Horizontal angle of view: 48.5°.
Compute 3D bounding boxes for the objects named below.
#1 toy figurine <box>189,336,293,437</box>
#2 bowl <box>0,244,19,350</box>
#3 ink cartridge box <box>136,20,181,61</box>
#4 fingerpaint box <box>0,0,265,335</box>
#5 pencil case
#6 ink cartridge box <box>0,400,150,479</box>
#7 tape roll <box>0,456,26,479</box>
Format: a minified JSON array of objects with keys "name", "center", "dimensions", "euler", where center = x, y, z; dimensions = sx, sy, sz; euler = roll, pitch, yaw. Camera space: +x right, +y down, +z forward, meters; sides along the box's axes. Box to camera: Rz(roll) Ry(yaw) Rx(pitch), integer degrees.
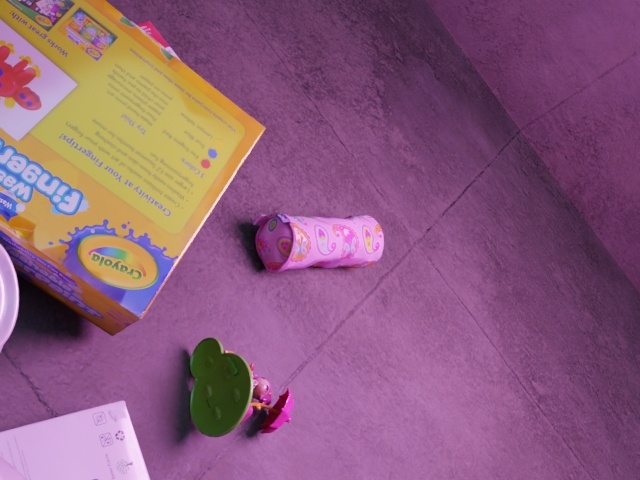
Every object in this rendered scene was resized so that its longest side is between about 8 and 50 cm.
[{"name":"toy figurine","center":[-0.117,0.249,1.155],"dimensions":[0.159,0.130,0.173],"euler":[31,18,-46]},{"name":"bowl","center":[-0.438,0.064,0.792],"dimensions":[0.298,0.134,0.298],"euler":[-7,90,-78]},{"name":"ink cartridge box","center":[-0.308,-0.234,1.276],"dimensions":[0.273,0.114,0.197],"euler":[52,39,-6]},{"name":"fingerpaint box","center":[-0.365,-0.143,1.021],"dimensions":[0.444,0.163,0.371],"euler":[37,60,-16]},{"name":"pencil case","center":[0.000,0.000,1.424],"dimensions":[0.284,0.124,0.124],"euler":[0,63,-44]},{"name":"ink cartridge box","center":[-0.368,0.314,0.859],"dimensions":[0.332,0.065,0.165],"euler":[-4,66,-49]},{"name":"tape roll","center":[-0.406,0.327,0.665],"dimensions":[0.286,0.100,0.286],"euler":[2,71,-7]}]
